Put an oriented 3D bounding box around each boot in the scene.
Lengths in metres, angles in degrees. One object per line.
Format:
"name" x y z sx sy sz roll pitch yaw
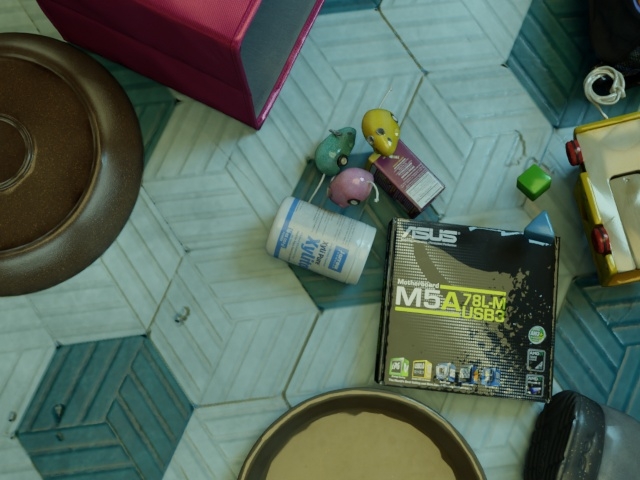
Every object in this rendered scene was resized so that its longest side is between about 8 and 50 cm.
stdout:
"boot" 0.301 0.341 0.724 0.222 0.118 0.338 22 86 -4

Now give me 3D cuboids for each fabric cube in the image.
"fabric cube" -0.130 -0.307 0.728 0.258 0.259 0.254 26 83 2

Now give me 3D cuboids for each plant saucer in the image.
"plant saucer" -0.357 -0.093 0.798 0.310 0.050 0.311 0 83 -1
"plant saucer" 0.043 0.296 0.756 0.277 0.041 0.278 0 81 -1

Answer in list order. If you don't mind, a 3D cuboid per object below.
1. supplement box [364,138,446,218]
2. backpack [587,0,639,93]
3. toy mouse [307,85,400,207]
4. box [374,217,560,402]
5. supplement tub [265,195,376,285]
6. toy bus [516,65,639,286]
"supplement box" 0.094 -0.070 0.803 0.043 0.055 0.083 -43 86 -7
"backpack" 0.438 -0.311 0.781 0.263 0.213 0.277 3 79 -12
"toy mouse" 0.024 -0.084 0.779 0.031 0.143 0.161 32 38 -33
"box" 0.162 0.076 0.789 0.190 0.045 0.184 7 83 -1
"supplement tub" 0.000 0.000 0.782 0.107 0.071 0.071 20 82 2
"toy bus" 0.324 -0.049 0.773 0.191 0.104 0.202 33 84 18
